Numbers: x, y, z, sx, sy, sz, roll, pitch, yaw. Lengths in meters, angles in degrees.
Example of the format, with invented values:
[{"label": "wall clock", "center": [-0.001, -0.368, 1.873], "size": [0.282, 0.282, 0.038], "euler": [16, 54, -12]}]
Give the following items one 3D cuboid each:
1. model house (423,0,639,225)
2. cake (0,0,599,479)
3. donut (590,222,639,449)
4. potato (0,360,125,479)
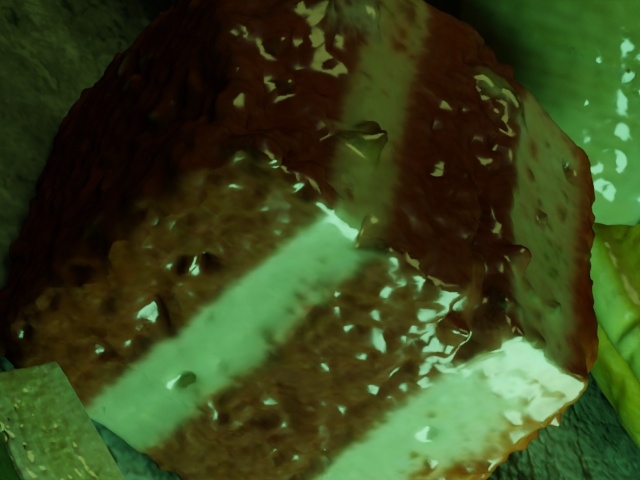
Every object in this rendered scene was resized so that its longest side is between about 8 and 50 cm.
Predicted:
[{"label": "model house", "center": [0.128, -0.263, 1.427], "size": [0.382, 0.343, 0.335], "euler": [15, 38, 12]}, {"label": "cake", "center": [0.000, 0.000, 1.235], "size": [0.319, 0.270, 0.269], "euler": [34, 39, -20]}, {"label": "donut", "center": [0.364, 0.038, 1.622], "size": [0.449, 0.198, 0.449], "euler": [29, 40, -27]}, {"label": "potato", "center": [-0.166, 0.134, 1.120], "size": [0.086, 0.061, 0.122], "euler": [-12, 66, -47]}]
